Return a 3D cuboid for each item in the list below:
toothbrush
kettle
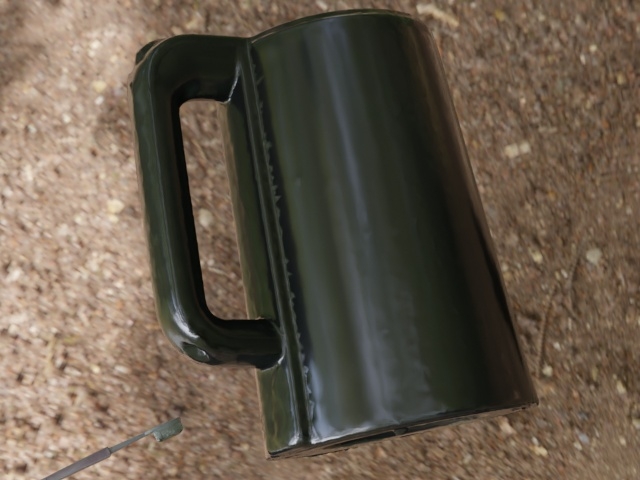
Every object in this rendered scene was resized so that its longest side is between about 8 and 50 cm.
[{"bbox_3d":[-0.221,0.214,1.119,0.194,0.014,0.017,-21,77,-21],"label":"toothbrush"},{"bbox_3d":[0.001,0.003,0.879,0.262,0.203,0.307,-10,78,-9],"label":"kettle"}]
